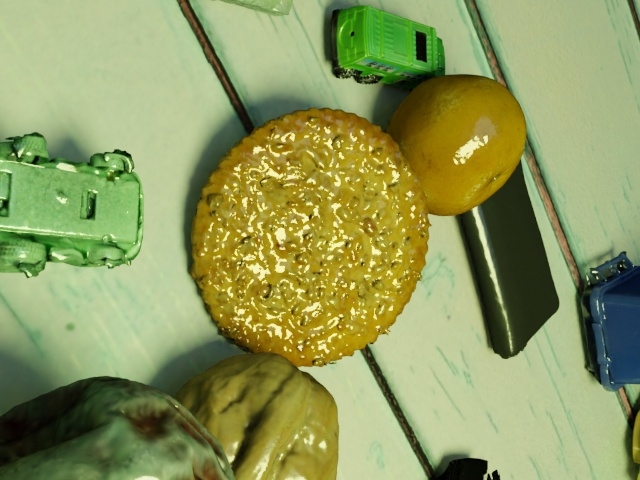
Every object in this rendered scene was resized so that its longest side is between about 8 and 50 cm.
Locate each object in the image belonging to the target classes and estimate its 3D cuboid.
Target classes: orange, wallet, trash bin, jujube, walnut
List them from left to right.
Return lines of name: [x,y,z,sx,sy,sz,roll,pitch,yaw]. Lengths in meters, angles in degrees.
jujube: [-0.135,0.252,0.464,0.226,0.226,0.317,-18,95,-40]
walnut: [-0.060,0.175,0.623,0.166,0.149,0.167,6,68,-15]
orange: [0.140,-0.106,0.808,0.159,0.159,0.136,-24,60,-39]
wallet: [0.237,0.015,0.952,0.149,0.044,0.250,-31,108,-42]
trash bin: [0.498,0.115,1.045,0.162,0.234,0.184,-18,101,-39]

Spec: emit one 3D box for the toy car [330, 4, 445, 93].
toy car: [0.083,-0.204,0.811,0.165,0.062,0.071,3,86,-41]

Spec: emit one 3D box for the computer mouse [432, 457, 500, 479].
computer mouse: [0.146,0.352,0.834,0.146,0.077,0.242,53,57,-28]

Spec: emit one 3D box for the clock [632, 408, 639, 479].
clock: [0.630,0.262,1.164,0.317,0.244,0.200,-66,146,-28]

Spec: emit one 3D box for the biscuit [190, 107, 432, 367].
biscuit: [0.000,0.000,0.708,0.253,0.035,0.254,-5,100,-27]

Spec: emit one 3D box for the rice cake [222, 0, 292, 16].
rice cake: [-0.111,-0.234,0.664,0.207,0.033,0.033,1,97,-40]

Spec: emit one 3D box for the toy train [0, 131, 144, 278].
toy train: [-0.205,-0.022,0.548,0.149,0.081,0.099,3,86,-47]
